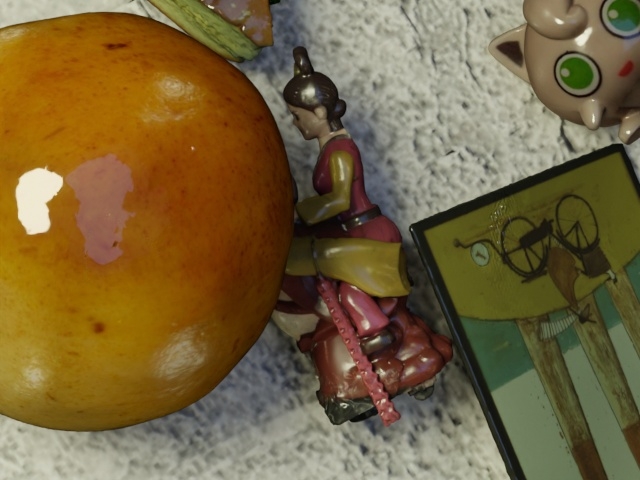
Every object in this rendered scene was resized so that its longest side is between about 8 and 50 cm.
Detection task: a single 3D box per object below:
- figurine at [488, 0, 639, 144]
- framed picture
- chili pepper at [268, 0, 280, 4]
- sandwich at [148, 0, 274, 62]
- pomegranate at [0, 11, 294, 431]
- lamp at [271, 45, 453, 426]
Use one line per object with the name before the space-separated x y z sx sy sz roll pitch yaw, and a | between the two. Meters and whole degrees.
figurine | 0.210 -0.148 1.260 0.138 0.125 0.125 42 68 9
framed picture | 0.208 0.105 1.233 0.244 0.013 0.324 -21 88 -39
chili pepper | -0.015 -0.278 1.238 0.088 0.059 0.227 15 77 -22
sandwich | -0.122 -0.232 1.168 0.258 0.094 0.096 41 71 -7
pomegranate | -0.149 -0.009 1.035 0.264 0.264 0.264 4 79 -19
lamp | 0.000 0.000 1.157 0.118 0.118 0.253 -28 97 -22
